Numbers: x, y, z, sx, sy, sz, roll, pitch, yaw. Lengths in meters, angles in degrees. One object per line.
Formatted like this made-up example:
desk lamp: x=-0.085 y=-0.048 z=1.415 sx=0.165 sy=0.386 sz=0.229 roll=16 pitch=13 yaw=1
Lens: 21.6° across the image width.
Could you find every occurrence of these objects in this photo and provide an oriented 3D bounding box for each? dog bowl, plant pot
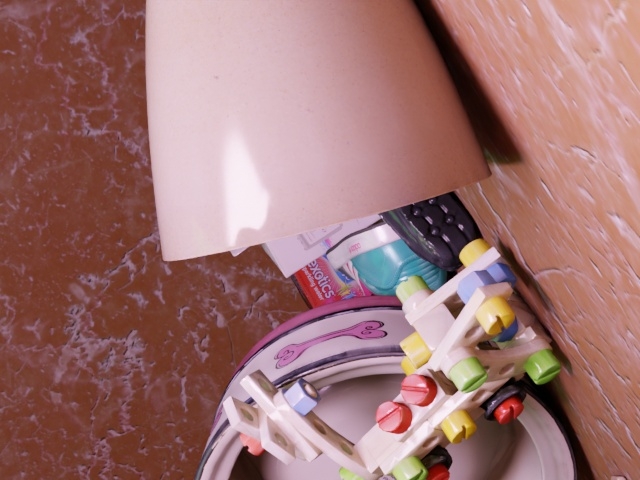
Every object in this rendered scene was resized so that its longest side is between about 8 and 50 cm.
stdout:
dog bowl: x=0.064 y=0.234 z=1.815 sx=0.150 sy=0.408 sz=0.408 roll=-97 pitch=-17 yaw=-54
plant pot: x=-0.030 y=-0.148 z=1.259 sx=0.256 sy=0.256 sz=0.274 roll=-165 pitch=60 yaw=-84

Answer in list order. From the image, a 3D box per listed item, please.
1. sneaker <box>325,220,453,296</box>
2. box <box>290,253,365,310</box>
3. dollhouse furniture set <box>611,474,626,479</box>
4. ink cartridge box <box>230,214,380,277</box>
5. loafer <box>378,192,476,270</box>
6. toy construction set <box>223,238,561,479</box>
sneaker: x=0.098 y=0.067 z=1.946 sx=0.295 sy=0.124 sz=0.178 roll=126 pitch=122 yaw=-84
box: x=0.000 y=0.000 z=2.463 sx=0.257 sy=0.128 sz=0.122 roll=61 pitch=175 yaw=-30
dollhouse furniture set: x=0.305 y=0.312 z=1.682 sx=0.182 sy=0.101 sz=0.161 roll=100 pitch=163 yaw=-84
ink cartridge box: x=-0.021 y=-0.025 z=2.065 sx=0.067 sy=0.198 sz=0.115 roll=60 pitch=176 yaw=-21
loafer: x=0.068 y=-0.061 z=1.622 sx=0.223 sy=0.076 sz=0.078 roll=53 pitch=167 yaw=17
toy construction set: x=0.080 y=0.137 z=1.556 sx=0.215 sy=0.328 sz=0.151 roll=18 pitch=-134 yaw=-55
